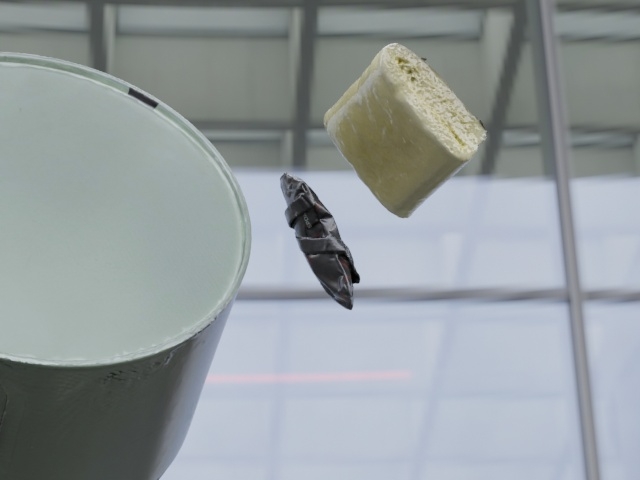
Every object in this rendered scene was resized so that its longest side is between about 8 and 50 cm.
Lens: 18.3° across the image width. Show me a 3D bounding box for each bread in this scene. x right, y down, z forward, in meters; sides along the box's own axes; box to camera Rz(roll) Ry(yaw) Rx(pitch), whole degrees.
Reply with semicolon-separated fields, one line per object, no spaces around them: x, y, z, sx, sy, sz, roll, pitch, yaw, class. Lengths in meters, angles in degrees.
0.081;-0.107;1.921;0.060;0.139;0.178;-37;-1;-24;bread

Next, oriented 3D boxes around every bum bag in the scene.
-0.001;0.000;1.617;0.034;0.124;0.058;-29;-1;-13;bum bag

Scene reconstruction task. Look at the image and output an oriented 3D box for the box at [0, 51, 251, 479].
-0.163;0.029;1.046;0.226;0.226;0.149;8;-48;-15;box
